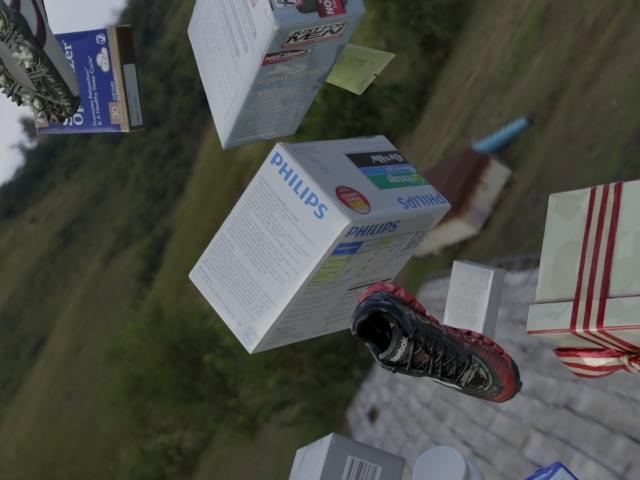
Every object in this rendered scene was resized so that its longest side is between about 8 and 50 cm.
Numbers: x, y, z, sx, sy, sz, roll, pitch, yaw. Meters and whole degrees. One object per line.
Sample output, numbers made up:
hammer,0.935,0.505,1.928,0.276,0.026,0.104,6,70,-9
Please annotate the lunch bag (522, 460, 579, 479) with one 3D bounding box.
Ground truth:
lunch bag,0.343,0.411,1.824,0.151,0.129,0.096,-44,2,27

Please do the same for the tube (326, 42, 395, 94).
tube,0.011,-0.279,1.904,0.070,0.240,0.062,0,84,44

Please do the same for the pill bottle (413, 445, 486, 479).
pill bottle,0.232,0.440,2.085,0.121,0.121,0.216,-58,-39,-26

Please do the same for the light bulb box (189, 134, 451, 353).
light bulb box,0.000,0.000,2.411,0.358,0.225,0.361,-10,-38,-53

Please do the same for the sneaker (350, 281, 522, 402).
sneaker,0.158,0.162,1.792,0.135,0.276,0.097,-28,-35,-63

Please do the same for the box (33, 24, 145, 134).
box,-0.330,-0.211,1.648,0.037,0.225,0.136,-19,-74,-48

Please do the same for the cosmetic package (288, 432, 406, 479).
cosmetic package,0.032,0.372,1.896,0.238,0.127,0.107,125,163,-67

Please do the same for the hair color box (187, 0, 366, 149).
hair color box,-0.067,-0.271,1.530,0.114,0.185,0.374,-14,-13,-17

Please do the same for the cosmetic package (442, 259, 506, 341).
cosmetic package,0.311,0.167,2.554,0.060,0.099,0.238,0,-78,-52

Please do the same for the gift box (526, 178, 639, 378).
gift box,0.486,0.077,1.790,0.255,0.276,0.258,-12,61,53

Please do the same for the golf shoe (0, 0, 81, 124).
golf shoe,-0.311,-0.248,1.230,0.105,0.272,0.120,-18,22,50
